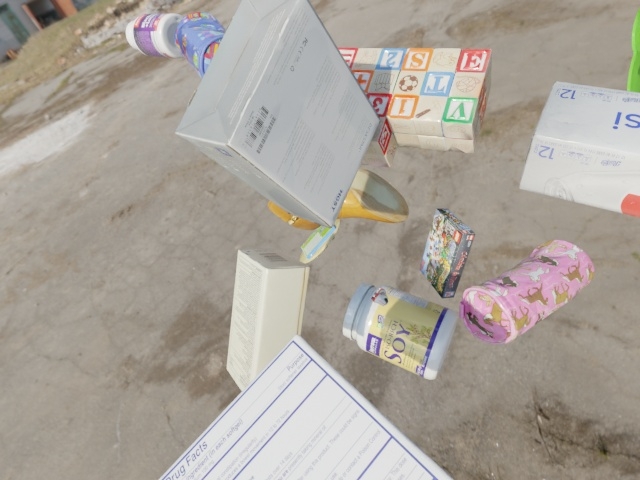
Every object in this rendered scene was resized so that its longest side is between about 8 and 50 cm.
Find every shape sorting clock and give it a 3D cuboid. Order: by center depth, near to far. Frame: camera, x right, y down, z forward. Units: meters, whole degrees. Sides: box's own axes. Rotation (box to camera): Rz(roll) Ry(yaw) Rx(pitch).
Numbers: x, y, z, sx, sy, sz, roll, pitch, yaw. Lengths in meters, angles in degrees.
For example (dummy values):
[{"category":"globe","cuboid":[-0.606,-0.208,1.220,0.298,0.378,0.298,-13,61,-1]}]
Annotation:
[{"category":"shape sorting clock","cuboid":[0.000,0.000,1.456,0.206,0.040,0.206,-42,21,21]}]

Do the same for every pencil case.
[{"category":"pencil case","cuboid":[-0.242,-0.431,0.939,0.133,0.120,0.306,-10,39,-24]},{"category":"pencil case","cuboid":[0.542,0.128,1.087,0.385,0.167,0.160,-23,76,-28]}]

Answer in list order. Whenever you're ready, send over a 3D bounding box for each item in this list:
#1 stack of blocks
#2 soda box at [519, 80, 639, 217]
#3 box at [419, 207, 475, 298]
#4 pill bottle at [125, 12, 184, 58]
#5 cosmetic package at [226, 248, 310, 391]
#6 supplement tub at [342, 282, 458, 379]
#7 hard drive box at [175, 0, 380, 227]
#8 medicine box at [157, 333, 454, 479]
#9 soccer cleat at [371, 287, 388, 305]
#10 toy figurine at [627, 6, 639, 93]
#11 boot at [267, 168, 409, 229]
[{"category":"stack of blocks","cuboid":[0.108,-0.217,0.679,0.297,0.087,0.171,12,77,25]},{"category":"soda box","cuboid":[0.375,-0.080,0.431,0.286,0.091,0.098,20,63,25]},{"category":"box","cuboid":[0.386,0.039,1.280,0.044,0.233,0.159,-2,31,-16]},{"category":"pill bottle","cuboid":[-0.444,-0.558,1.127,0.193,0.108,0.108,19,56,33]},{"category":"cosmetic package","cuboid":[-0.127,0.187,0.955,0.113,0.310,0.160,-1,16,-34]},{"category":"supplement tub","cuboid":[0.267,0.294,1.395,0.331,0.241,0.241,19,55,23]},{"category":"hard drive box","cuboid":[-0.033,-0.144,0.515,0.089,0.232,0.181,19,80,34]},{"category":"medicine box","cuboid":[-0.012,0.325,0.533,0.263,0.149,0.289,-45,54,-15]},{"category":"soccer cleat","cuboid":[0.137,0.128,0.919,0.035,0.083,0.029,37,101,13]},{"category":"toy figurine","cuboid":[0.516,-0.242,0.539,0.159,0.130,0.173,-1,80,18]},{"category":"boot","cuboid":[0.034,-0.080,0.970,0.294,0.211,0.104,24,55,-10]}]
